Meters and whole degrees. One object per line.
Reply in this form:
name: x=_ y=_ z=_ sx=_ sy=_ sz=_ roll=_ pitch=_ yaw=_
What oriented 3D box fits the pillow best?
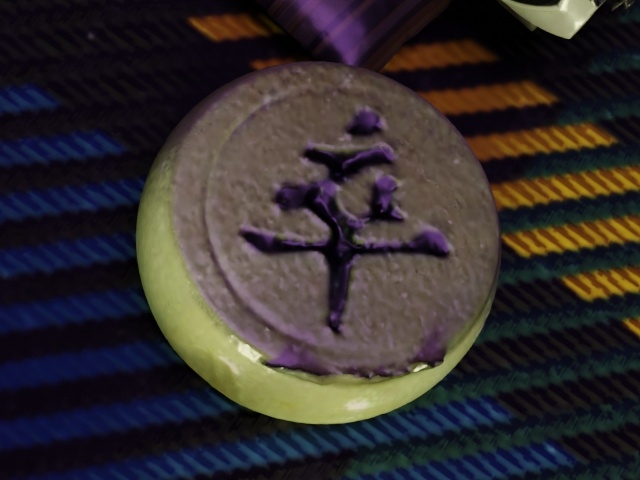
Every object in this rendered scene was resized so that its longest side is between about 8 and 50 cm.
pillow: x=-0.022 y=-0.179 z=1.099 sx=0.203 sy=0.038 sz=0.113 roll=44 pitch=61 yaw=4

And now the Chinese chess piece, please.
Chinese chess piece: x=0.000 y=0.000 z=1.014 sx=0.188 sy=0.083 sz=0.188 roll=5 pitch=70 yaw=-14

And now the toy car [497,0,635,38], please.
toy car: x=0.077 y=-0.250 z=1.116 sx=0.301 sy=0.118 sz=0.193 roll=39 pitch=43 yaw=4
